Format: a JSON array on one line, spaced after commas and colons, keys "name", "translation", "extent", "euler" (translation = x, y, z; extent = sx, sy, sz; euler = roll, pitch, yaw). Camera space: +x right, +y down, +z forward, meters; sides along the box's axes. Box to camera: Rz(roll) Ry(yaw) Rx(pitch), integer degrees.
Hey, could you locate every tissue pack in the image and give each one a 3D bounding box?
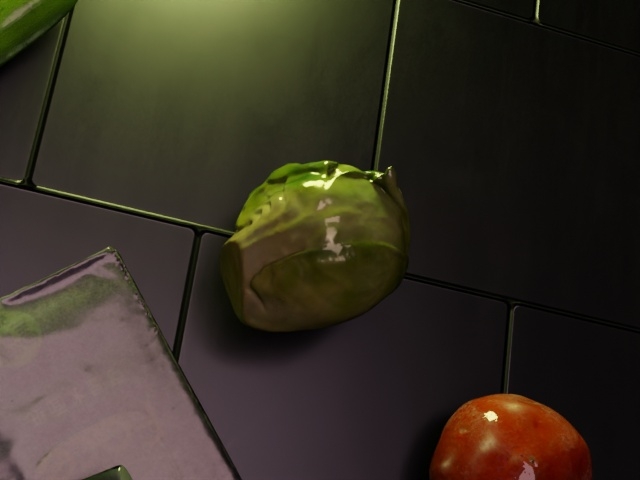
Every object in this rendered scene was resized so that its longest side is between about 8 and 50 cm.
[{"name": "tissue pack", "translation": [-0.300, 0.244, 1.414], "extent": [0.288, 0.124, 0.394], "euler": [-27, 83, -19]}]

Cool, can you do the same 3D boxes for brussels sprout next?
[{"name": "brussels sprout", "translation": [0.000, 0.002, 1.517], "extent": [0.294, 0.259, 0.227], "euler": [-23, 88, -23]}]

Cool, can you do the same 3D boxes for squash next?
[{"name": "squash", "translation": [-0.452, -0.294, 1.558], "extent": [0.082, 0.082, 0.292], "euler": [46, 67, 0]}]

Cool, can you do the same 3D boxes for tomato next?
[{"name": "tomato", "translation": [0.265, 0.321, 1.543], "extent": [0.232, 0.188, 0.232], "euler": [6, 69, -17]}]

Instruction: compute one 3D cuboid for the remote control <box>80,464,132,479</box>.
[{"name": "remote control", "translation": [-0.378, 0.375, 1.289], "extent": [0.378, 0.044, 0.107], "euler": [-23, 79, 11]}]
